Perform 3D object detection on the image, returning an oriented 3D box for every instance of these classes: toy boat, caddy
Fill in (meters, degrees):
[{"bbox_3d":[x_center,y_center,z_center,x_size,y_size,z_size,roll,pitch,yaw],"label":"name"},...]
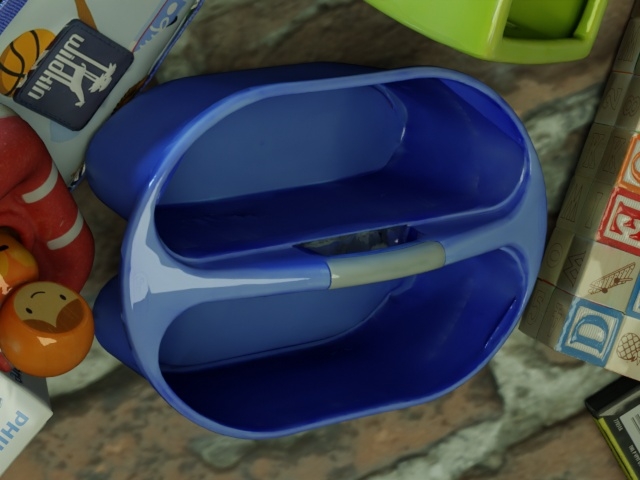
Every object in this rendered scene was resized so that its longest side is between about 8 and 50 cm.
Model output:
[{"bbox_3d":[-0.197,0.025,1.165,0.151,0.231,0.151,-42,63,-13],"label":"toy boat"},{"bbox_3d":[0.000,0.000,1.300,0.341,0.179,0.241,-11,108,-32],"label":"caddy"}]

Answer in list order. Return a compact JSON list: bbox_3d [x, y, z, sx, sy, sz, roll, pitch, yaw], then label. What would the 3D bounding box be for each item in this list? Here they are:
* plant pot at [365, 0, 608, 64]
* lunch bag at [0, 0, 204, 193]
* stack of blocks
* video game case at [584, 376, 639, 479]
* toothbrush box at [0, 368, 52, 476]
[{"bbox_3d":[0.091,-0.254,1.260,0.207,0.228,0.227,21,103,22],"label":"plant pot"},{"bbox_3d":[-0.269,-0.184,1.227,0.385,0.239,0.328,33,96,-33],"label":"lunch bag"},{"bbox_3d":[0.285,-0.038,1.419,0.171,0.087,0.297,19,93,-15],"label":"stack of blocks"},{"bbox_3d":[0.388,0.160,1.535,0.275,0.035,0.248,-32,107,-2],"label":"video game case"},{"bbox_3d":[-0.369,0.099,1.329,0.295,0.126,0.216,38,94,-16],"label":"toothbrush box"}]
